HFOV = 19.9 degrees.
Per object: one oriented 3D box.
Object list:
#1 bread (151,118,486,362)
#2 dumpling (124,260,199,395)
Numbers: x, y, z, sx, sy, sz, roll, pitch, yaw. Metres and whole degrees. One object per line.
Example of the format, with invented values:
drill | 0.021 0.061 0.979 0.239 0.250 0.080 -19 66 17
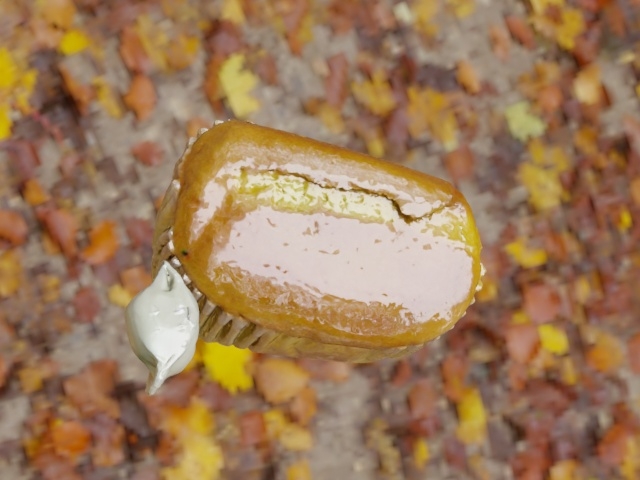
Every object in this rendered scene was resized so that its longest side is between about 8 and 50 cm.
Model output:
bread | 0.000 0.000 1.603 0.288 0.156 0.204 13 69 -9
dumpling | -0.093 0.054 1.058 0.043 0.059 0.077 -12 63 -25
